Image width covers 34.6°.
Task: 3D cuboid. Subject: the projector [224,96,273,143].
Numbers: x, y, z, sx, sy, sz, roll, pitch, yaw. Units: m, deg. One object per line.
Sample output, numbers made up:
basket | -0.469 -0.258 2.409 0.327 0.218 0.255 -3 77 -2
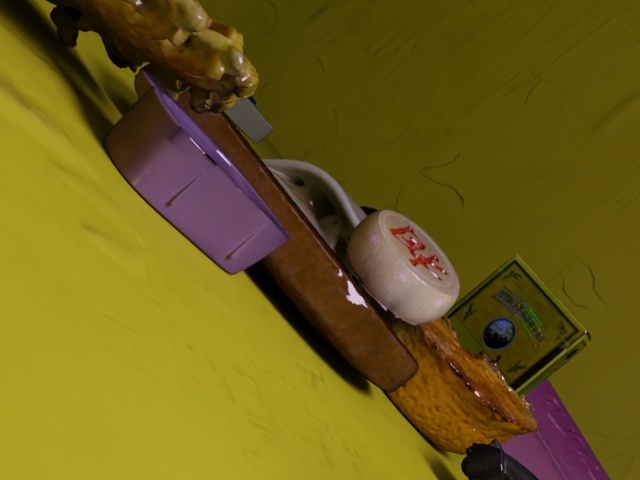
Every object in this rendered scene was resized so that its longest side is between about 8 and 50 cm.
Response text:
projector | -0.219 -0.315 1.886 0.257 0.079 0.259 51 3 29

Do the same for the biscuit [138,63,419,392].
biscuit | -0.040 -0.009 0.955 0.367 0.063 0.314 52 -1 11

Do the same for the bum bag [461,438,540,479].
bum bag | 0.210 0.287 0.876 0.326 0.080 0.142 48 -6 42

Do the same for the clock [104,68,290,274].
clock | -0.092 -0.046 0.726 0.152 0.050 0.110 47 4 -47

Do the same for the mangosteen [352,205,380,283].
mangosteen | 0.050 0.004 1.663 0.151 0.137 0.137 13 16 -17

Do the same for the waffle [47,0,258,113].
waffle | -0.162 -0.174 0.747 0.262 0.060 0.280 37 -6 -6

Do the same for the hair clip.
hair clip | 0.011 -0.016 1.272 0.282 0.113 0.172 51 3 37

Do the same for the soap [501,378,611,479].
soap | 0.299 0.282 1.378 0.181 0.081 0.259 21 36 -53

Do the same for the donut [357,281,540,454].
donut | 0.110 0.119 1.077 0.259 0.101 0.152 55 15 14

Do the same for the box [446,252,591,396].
box | 0.217 0.141 1.318 0.141 0.220 0.064 53 4 25

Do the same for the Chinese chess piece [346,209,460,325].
Chinese chess piece | 0.081 0.025 1.003 0.122 0.051 0.122 38 22 -18
